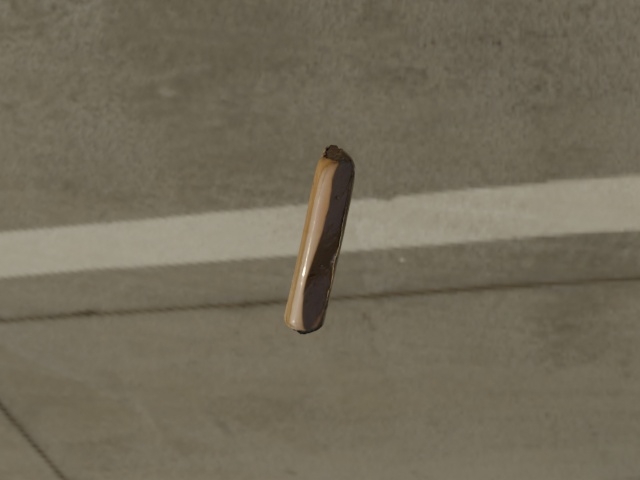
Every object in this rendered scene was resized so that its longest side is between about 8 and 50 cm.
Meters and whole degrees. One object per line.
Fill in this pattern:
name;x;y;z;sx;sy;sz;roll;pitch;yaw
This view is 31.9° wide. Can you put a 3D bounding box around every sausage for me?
sausage;0.000;0.000;0.648;0.026;0.026;0.116;11;118;-1
